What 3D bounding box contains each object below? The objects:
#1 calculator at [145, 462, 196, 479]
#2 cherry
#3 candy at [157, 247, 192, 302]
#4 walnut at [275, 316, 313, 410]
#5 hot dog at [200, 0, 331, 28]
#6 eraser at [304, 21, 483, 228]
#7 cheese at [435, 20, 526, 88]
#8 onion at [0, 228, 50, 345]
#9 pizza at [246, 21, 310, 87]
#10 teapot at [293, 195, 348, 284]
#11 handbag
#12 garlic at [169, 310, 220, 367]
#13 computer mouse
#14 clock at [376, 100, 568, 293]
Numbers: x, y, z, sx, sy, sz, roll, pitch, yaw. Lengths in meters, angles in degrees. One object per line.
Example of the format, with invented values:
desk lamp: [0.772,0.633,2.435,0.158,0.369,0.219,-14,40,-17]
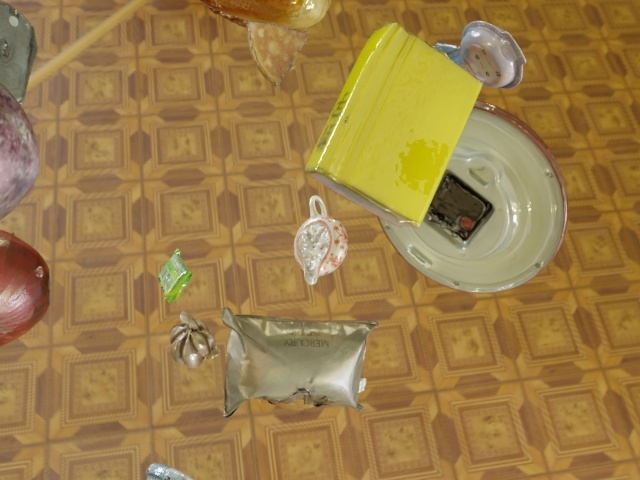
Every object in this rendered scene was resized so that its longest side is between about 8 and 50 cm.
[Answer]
calculator: [-0.244,0.486,1.213,0.121,0.210,0.039,-4,48,43]
cherry: [-0.382,-0.096,0.644,0.195,0.195,0.195,3,62,-5]
candy: [-0.379,0.090,1.648,0.032,0.178,0.102,37,91,-29]
walnut: [-0.079,0.315,1.649,0.257,0.257,0.224,1,48,-6]
hot dog: [-0.155,-0.518,1.045,0.223,0.405,0.185,-21,22,17]
eraser: [0.094,-0.142,0.805,0.158,0.069,0.226,28,82,-22]
cheese: [0.285,-0.321,1.133,0.052,0.245,0.135,-38,104,-8]
onion: [-0.876,0.126,1.680,0.341,0.341,0.341,3,62,-5]
pizza: [-0.071,-0.290,1.003,0.100,0.029,0.099,5,95,-8]
teapot: [0.000,0.000,1.685,0.116,0.159,0.245,8,65,-42]
handbag: [-0.038,0.207,1.045,0.270,0.117,0.182,6,97,-19]
garlic: [-0.354,0.266,1.728,0.127,0.194,0.131,-25,57,-16]
computer mouse: [-0.605,-0.337,1.180,0.071,0.126,0.231,-3,75,30]
clock: [0.217,-0.059,0.980,0.318,0.318,0.080,40,44,14]
